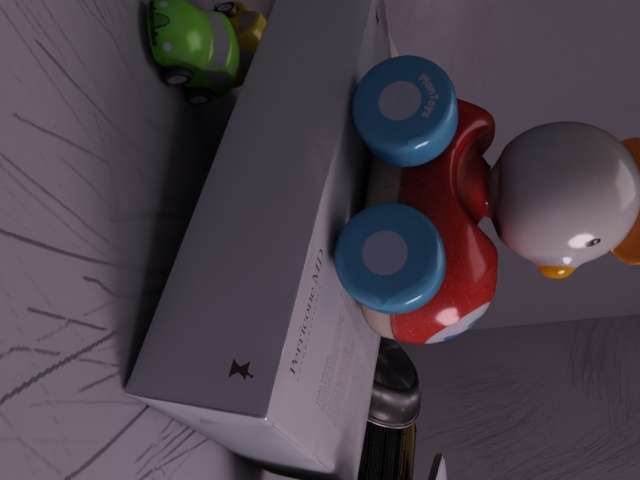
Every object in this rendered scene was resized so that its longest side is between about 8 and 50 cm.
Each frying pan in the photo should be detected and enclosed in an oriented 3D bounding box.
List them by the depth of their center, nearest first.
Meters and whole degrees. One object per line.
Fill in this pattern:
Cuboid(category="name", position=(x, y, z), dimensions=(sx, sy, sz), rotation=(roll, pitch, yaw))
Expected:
Cuboid(category="frying pan", position=(0.027, 0.173, 0.725), dimensions=(0.326, 0.053, 0.197), rotation=(7, 35, -50))

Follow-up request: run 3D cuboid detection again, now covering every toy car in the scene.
Cuboid(category="toy car", position=(0.156, -0.015, 0.431), dimensions=(0.219, 0.238, 0.210), rotation=(38, 58, -69))
Cuboid(category="toy car", position=(-0.078, -0.139, 0.478), dimensions=(0.225, 0.053, 0.238), rotation=(26, 57, -79))

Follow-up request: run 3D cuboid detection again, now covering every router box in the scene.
Cuboid(category="router box", position=(0.092, 0.410, 0.840), dimensions=(0.242, 0.081, 0.308), rotation=(69, 27, -55))

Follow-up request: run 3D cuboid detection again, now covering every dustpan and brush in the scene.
Cuboid(category="dustpan and brush", position=(0.156, 0.439, 0.838), dimensions=(0.147, 0.060, 0.211), rotation=(-55, 139, -42))

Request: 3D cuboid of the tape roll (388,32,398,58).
Cuboid(category="tape roll", position=(0.055, -0.210, 0.897), dimensions=(0.392, 0.072, 0.391), rotation=(162, -90, -83))

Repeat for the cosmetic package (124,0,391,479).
Cuboid(category="cosmetic package", position=(0.000, 0.000, 0.488), dimensions=(0.284, 0.098, 0.376), rotation=(72, 28, -57))
